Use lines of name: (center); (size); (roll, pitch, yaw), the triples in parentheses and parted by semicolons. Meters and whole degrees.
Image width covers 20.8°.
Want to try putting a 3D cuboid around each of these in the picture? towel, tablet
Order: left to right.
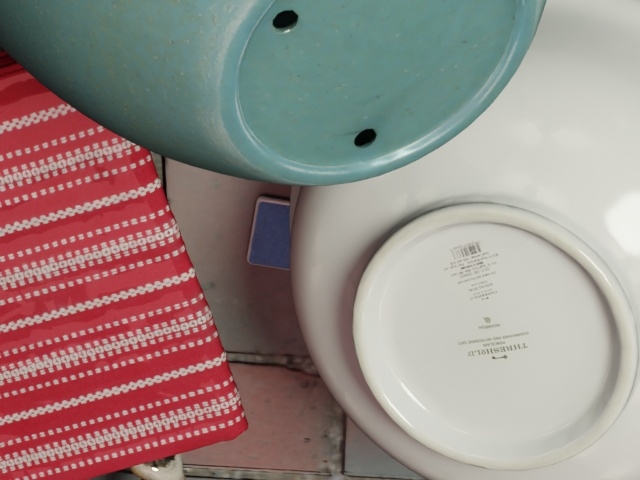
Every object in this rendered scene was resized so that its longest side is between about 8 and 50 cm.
towel: (-0.173, 0.023, 1.007); (0.198, 0.031, 0.275); (-15, 117, 5)
tablet: (0.000, 0.000, 1.038); (0.083, 0.006, 0.054); (9, 132, -3)

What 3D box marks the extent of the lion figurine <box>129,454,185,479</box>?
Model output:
lion figurine: (-0.060, 0.237, 1.170); (0.392, 0.142, 0.240); (12, 138, -12)

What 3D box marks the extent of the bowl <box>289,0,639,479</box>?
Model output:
bowl: (0.103, 0.026, 0.898); (0.297, 0.134, 0.298); (7, 114, 17)

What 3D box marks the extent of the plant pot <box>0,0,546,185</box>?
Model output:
plant pot: (-0.013, -0.137, 0.719); (0.290, 0.195, 0.290); (-17, 140, -15)
